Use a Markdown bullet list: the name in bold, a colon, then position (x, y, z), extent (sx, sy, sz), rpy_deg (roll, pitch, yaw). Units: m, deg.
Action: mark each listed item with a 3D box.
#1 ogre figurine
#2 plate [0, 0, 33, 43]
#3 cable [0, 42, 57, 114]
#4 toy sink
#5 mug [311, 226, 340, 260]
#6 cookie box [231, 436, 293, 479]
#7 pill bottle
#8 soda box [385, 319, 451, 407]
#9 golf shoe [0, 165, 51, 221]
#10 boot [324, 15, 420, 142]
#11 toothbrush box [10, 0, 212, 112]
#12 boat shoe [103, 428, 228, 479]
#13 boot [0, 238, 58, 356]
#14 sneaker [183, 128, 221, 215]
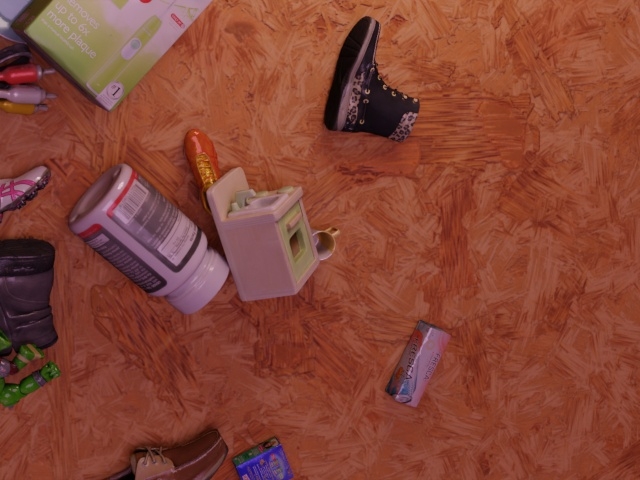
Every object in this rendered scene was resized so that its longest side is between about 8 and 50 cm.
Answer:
- **ogre figurine**: position (-0.583, 0.226, 1.780), extent (0.118, 0.097, 0.197), rpy_deg (-51, 136, 2)
- **plate**: position (-0.518, -0.443, 1.745), extent (0.188, 0.024, 0.188), rpy_deg (-6, 106, -20)
- **cable**: position (-0.592, -0.259, 1.692), extent (0.287, 0.072, 0.139), rpy_deg (-17, 148, -35)
- **toy sink**: position (-0.103, -0.024, 1.916), extent (0.131, 0.153, 0.234), rpy_deg (-9, 109, 23)
- **mug**: position (-0.002, 0.003, 2.036), extent (0.078, 0.064, 0.062), rpy_deg (-1, 103, -21)
- **cookie box**: position (-0.124, 0.489, 2.127), extent (0.107, 0.040, 0.092), rpy_deg (-25, 111, -14)
- **pill bottle**: position (-0.318, 0.003, 1.861), extent (0.161, 0.161, 0.283), rpy_deg (-48, 115, -4)
- **soda box**: position (0.216, 0.273, 2.193), extent (0.063, 0.058, 0.183), rpy_deg (24, 94, -25)
- **golf shoe**: position (-0.576, -0.086, 1.789), extent (0.186, 0.067, 0.086), rpy_deg (-39, 94, -16)
- **boot**: position (0.120, -0.318, 1.992), extent (0.178, 0.085, 0.236), rpy_deg (11, 106, -25)
- **toothbrush box**: position (-0.365, -0.403, 1.743), extent (0.283, 0.122, 0.206), rpy_deg (-50, 121, -8)
- **boat shoe**: position (-0.341, 0.480, 1.999), extent (0.324, 0.122, 0.120), rpy_deg (-34, 108, -10)
- **boot**: position (-0.649, 0.115, 1.795), extent (0.338, 0.118, 0.223), rpy_deg (3, 113, -14)
- **sneaker**: position (-0.218, -0.133, 1.917), extent (0.064, 0.067, 0.175), rpy_deg (-21, 109, -13)
